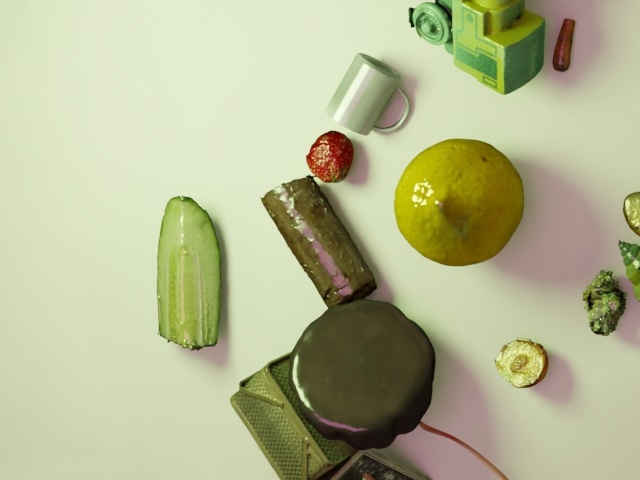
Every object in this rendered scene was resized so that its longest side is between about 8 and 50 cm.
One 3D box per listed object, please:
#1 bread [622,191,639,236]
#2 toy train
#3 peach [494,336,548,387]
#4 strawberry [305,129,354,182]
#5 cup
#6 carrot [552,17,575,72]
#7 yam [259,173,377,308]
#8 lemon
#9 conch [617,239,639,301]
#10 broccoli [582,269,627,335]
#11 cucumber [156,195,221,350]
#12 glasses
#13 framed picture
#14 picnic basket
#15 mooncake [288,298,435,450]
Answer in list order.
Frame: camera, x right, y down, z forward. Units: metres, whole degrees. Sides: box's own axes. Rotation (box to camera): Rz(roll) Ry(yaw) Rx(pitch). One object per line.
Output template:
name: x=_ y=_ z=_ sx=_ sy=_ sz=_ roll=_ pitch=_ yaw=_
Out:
bread: x=0.611 y=-0.068 z=1.711 sx=0.187 sy=0.065 sz=0.150 roll=-6 pitch=82 yaw=31
toy train: x=0.268 y=-0.452 z=1.711 sx=0.237 sy=0.150 sz=0.369 roll=36 pitch=151 yaw=35
peach: x=0.377 y=0.226 z=1.862 sx=0.098 sy=0.061 sz=0.098 roll=-11 pitch=68 yaw=29
strawberry: x=0.024 y=-0.161 z=1.982 sx=0.106 sy=0.106 sz=0.106 roll=3 pitch=97 yaw=27
cup: x=0.096 y=-0.275 z=1.947 sx=0.133 sy=0.136 sz=0.099 roll=-60 pitch=35 yaw=19
carrot: x=0.431 y=-0.345 z=1.789 sx=0.032 sy=0.032 sz=0.093 roll=13 pitch=99 yaw=26
yam: x=-0.001 y=0.001 z=2.000 sx=0.131 sy=0.131 sz=0.280 roll=-36 pitch=80 yaw=26
lemon: x=0.242 y=-0.066 z=1.792 sx=0.228 sy=0.253 sz=0.229 roll=12 pitch=114 yaw=29
conch: x=0.582 y=0.075 z=1.735 sx=0.095 sy=0.079 sz=0.201 roll=-29 pitch=90 yaw=46
broccoli: x=0.497 y=0.111 z=1.770 sx=0.097 sy=0.092 sz=0.095 roll=-43 pitch=88 yaw=6
cucumber: x=-0.280 y=0.064 z=2.169 sx=0.145 sy=0.105 sz=0.326 roll=6 pitch=99 yaw=54
glasses: x=0.246 y=0.482 z=1.925 sx=0.268 sy=0.118 sz=0.234 roll=48 pitch=116 yaw=14
framed picture: x=0.112 y=0.486 z=1.992 sx=0.183 sy=0.011 sz=0.142 roll=31 pitch=114 yaw=-22
picnic basket: x=-0.038 y=0.355 z=2.028 sx=0.267 sy=0.165 sz=0.139 roll=54 pitch=128 yaw=13
mooncake: x=0.080 y=0.258 z=1.915 sx=0.282 sy=0.141 sz=0.283 roll=-4 pitch=57 yaw=7
